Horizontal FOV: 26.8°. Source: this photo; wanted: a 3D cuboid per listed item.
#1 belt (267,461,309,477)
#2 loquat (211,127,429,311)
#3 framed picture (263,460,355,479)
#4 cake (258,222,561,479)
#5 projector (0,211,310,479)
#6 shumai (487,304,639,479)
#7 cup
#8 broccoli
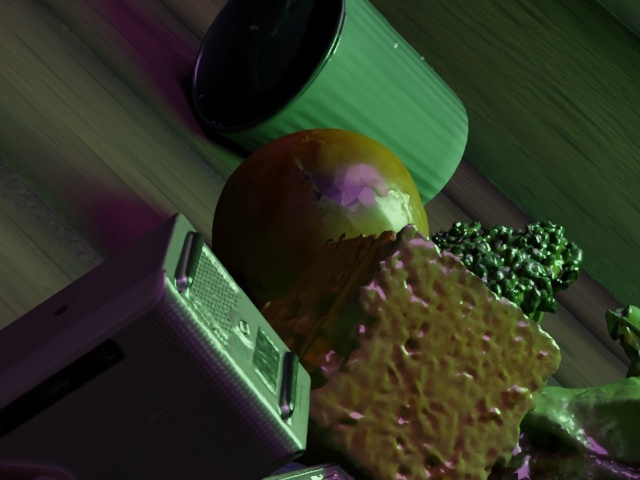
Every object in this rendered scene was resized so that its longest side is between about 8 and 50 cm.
[{"bbox_3d":[0.054,0.302,1.224,0.302,0.087,0.072,35,14,-21],"label":"belt"},{"bbox_3d":[0.000,0.000,1.576,0.263,0.263,0.263,37,17,-13],"label":"loquat"},{"bbox_3d":[0.036,0.280,1.062,0.273,0.016,0.216,43,25,27],"label":"framed picture"},{"bbox_3d":[0.049,0.135,1.342,0.227,0.222,0.286,41,-18,-14],"label":"cake"},{"bbox_3d":[-0.149,0.122,0.999,0.177,0.243,0.163,55,11,-17],"label":"projector"},{"bbox_3d":[0.350,0.265,1.546,0.395,0.348,0.395,40,20,-17],"label":"shumai"},{"bbox_3d":[0.006,-0.256,2.178,0.392,0.310,0.401,34,19,-40],"label":"cup"},{"bbox_3d":[0.206,0.103,1.777,0.245,0.288,0.247,73,19,-46],"label":"broccoli"}]
